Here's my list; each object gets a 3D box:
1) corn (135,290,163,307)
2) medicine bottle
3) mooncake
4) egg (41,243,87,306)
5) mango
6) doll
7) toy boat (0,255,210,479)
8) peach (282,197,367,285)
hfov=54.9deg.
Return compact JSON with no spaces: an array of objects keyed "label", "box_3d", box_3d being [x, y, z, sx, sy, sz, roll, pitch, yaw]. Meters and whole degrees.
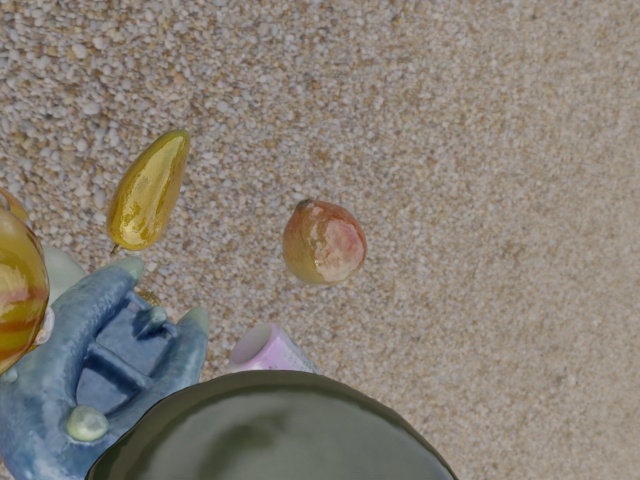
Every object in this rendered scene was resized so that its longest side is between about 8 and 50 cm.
[{"label":"corn","box_3d":[-0.602,0.246,1.628,0.387,0.144,0.144,-22,120,-42]},{"label":"medicine bottle","box_3d":[-0.079,0.318,1.416,0.152,0.152,0.254,-49,115,-17]},{"label":"mooncake","box_3d":[-0.037,0.285,0.518,0.351,0.351,0.187,-21,147,-36]},{"label":"egg","box_3d":[-0.429,0.100,0.964,0.151,0.209,0.151,-16,151,-9]},{"label":"mango","box_3d":[-0.367,-0.107,1.335,0.317,0.119,0.176,-64,171,-7]},{"label":"doll","box_3d":[-0.315,0.029,0.520,0.162,0.269,0.167,5,97,-41]},{"label":"toy boat","box_3d":[-0.247,0.149,0.752,0.215,0.123,0.330,43,37,-11]},{"label":"peach","box_3d":[0.000,0.000,1.534,0.232,0.232,0.233,-17,118,-37]}]
